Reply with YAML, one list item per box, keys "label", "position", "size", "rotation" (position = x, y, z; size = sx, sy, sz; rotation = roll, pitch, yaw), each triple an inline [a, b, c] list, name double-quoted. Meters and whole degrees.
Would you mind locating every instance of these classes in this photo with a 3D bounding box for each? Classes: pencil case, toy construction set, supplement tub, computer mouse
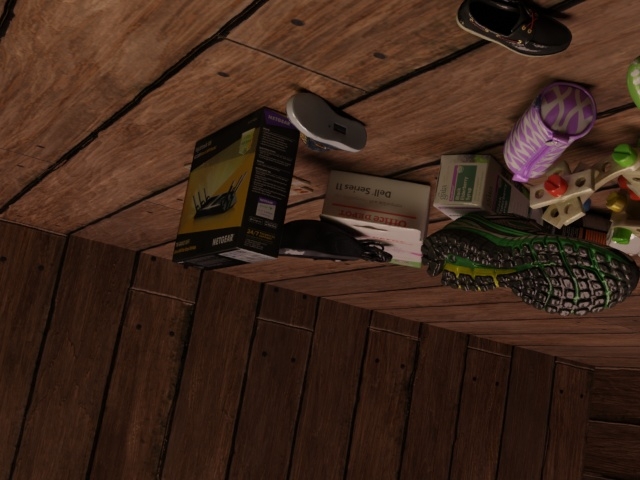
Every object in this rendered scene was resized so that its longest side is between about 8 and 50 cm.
- label: "pencil case"
  position: [0.315, -0.148, 1.227]
  size: [0.086, 0.088, 0.206]
  rotation: [9, 169, 1]
- label: "toy construction set"
  position: [0.479, -0.071, 1.348]
  size: [0.328, 0.151, 0.215]
  rotation: [11, 177, -39]
- label: "supplement tub"
  position: [0.494, 0.000, 1.709]
  size: [0.190, 0.117, 0.117]
  rotation: [12, 168, -8]
- label: "computer mouse"
  position: [0.000, 0.000, 1.693]
  size: [0.189, 0.072, 0.272]
  rotation: [2, 177, 34]

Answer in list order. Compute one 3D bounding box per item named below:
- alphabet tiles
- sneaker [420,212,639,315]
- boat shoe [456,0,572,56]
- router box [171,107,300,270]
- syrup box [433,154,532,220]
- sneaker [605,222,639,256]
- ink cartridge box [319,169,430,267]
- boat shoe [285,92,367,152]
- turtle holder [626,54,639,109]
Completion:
- label: "alphabet tiles"
  position: [-0.141, -0.133, 1.880]
  size: [0.237, 0.009, 0.198]
  rotation: [19, 165, -36]
- label: "sneaker"
  position: [0.338, 0.013, 1.407]
  size: [0.344, 0.146, 0.134]
  rotation: [14, 131, 35]
- label: "boat shoe"
  position: [0.217, -0.237, 0.974]
  size: [0.133, 0.048, 0.042]
  rotation: [16, 176, -6]
- label: "router box"
  position: [-0.154, -0.080, 1.567]
  size: [0.081, 0.242, 0.309]
  rotation: [16, 166, -27]
- label: "syrup box"
  position: [0.297, -0.072, 1.588]
  size: [0.096, 0.093, 0.237]
  rotation: [3, 166, 32]
- label: "sneaker"
  position: [0.619, 0.006, 1.630]
  size: [0.169, 0.108, 0.292]
  rotation: [6, 150, 31]
- label: "ink cartridge box"
  position: [0.116, -0.047, 1.797]
  size: [0.207, 0.119, 0.353]
  rotation: [10, 169, 7]
- label: "boat shoe"
  position: [-0.011, -0.179, 1.405]
  size: [0.083, 0.065, 0.183]
  rotation: [-2, 165, 40]
- label: "turtle holder"
  position: [0.400, -0.107, 0.731]
  size: [0.243, 0.320, 0.227]
  rotation: [36, -167, -31]
